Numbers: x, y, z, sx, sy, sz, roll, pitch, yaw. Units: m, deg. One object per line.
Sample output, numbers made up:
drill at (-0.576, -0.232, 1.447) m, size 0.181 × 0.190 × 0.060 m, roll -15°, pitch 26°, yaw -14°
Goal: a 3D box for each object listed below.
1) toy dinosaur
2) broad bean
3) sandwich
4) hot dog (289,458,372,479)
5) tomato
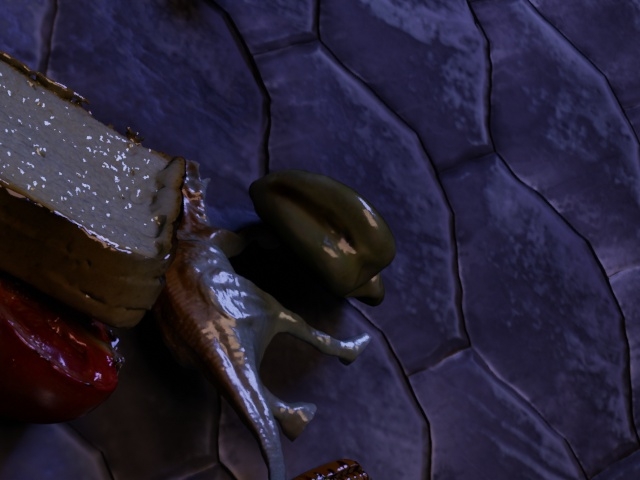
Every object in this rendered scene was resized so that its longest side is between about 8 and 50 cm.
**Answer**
toy dinosaur at (-0.059, 0.089, 1.336) m, size 0.205 × 0.092 × 0.393 m, roll 36°, pitch 30°, yaw -23°
broad bean at (0.002, -0.002, 1.431) m, size 0.072 × 0.206 × 0.153 m, roll -43°, pitch 91°, yaw -8°
sandwich at (-0.225, -0.050, 1.260) m, size 0.251 × 0.087 × 0.226 m, roll 28°, pitch 22°, yaw -20°
hot dog at (0.001, 0.215, 1.394) m, size 0.122 × 0.037 × 0.049 m, roll -19°, pitch 77°, yaw -46°
tomato at (-0.224, 0.079, 1.244) m, size 0.139 × 0.091 × 0.159 m, roll 37°, pitch 19°, yaw -29°
